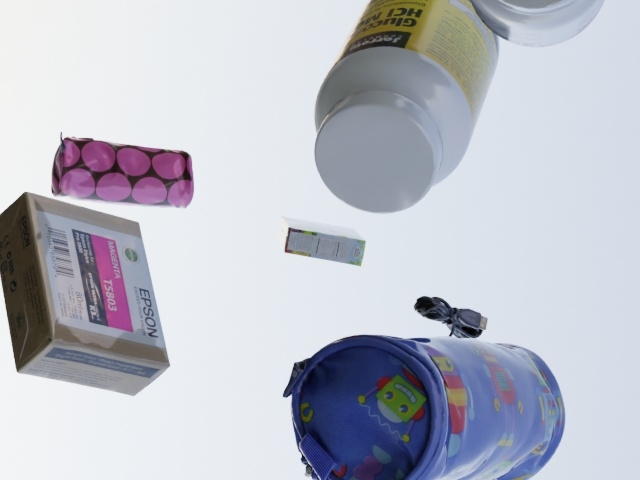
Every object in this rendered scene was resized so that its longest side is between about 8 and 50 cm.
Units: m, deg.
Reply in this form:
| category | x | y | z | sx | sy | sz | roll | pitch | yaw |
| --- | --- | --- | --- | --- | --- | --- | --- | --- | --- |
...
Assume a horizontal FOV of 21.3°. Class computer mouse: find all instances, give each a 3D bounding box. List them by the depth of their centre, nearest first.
| category | x | y | z | sx | sy | sz | roll | pitch | yaw |
| --- | --- | --- | --- | --- | --- | --- | --- | --- | --- |
| computer mouse | 0.086 | 0.134 | 1.730 | 0.193 | 0.106 | 0.042 | -54 | -126 | 19 |

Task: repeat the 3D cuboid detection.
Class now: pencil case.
| category | x | y | z | sx | sy | sz | roll | pitch | yaw |
| --- | --- | --- | --- | --- | --- | --- | --- | --- | --- |
| pencil case | 0.086 | 0.136 | 1.298 | 0.133 | 0.306 | 0.119 | -37 | -109 | 18 |
| pencil case | -0.292 | -0.103 | 2.525 | 0.095 | 0.209 | 0.098 | 122 | -29 | -55 |

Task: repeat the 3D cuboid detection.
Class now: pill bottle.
| category | x | y | z | sx | sy | sz | roll | pitch | yaw |
| --- | --- | --- | --- | --- | --- | --- | --- | --- | --- |
| pill bottle | 0.228 | -0.293 | 1.787 | 0.283 | 0.160 | 0.160 | -12 | 125 | -83 |
| pill bottle | 0.099 | -0.174 | 2.028 | 0.188 | 0.188 | 0.334 | -56 | -174 | 33 |

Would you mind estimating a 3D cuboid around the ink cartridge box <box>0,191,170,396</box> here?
| category | x | y | z | sx | sy | sz | roll | pitch | yaw |
| --- | --- | --- | --- | --- | --- | --- | --- | --- | --- |
| ink cartridge box | -0.311 | 0.069 | 2.206 | 0.088 | 0.193 | 0.234 | -40 | -128 | 33 |

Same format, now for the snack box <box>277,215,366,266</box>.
| category | x | y | z | sx | sy | sz | roll | pitch | yaw |
| --- | --- | --- | --- | --- | --- | --- | --- | --- | --- |
| snack box | 0.000 | 0.000 | 2.182 | 0.141 | 0.100 | 0.037 | -128 | -130 | -81 |
